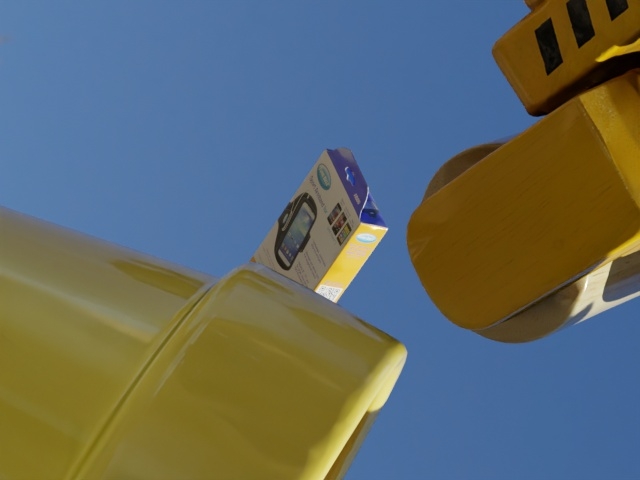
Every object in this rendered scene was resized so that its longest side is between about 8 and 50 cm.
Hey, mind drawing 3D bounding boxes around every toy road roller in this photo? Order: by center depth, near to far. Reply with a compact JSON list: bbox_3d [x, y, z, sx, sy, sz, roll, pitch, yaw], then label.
[{"bbox_3d":[0.173,-0.116,1.106,0.329,0.202,0.240,-38,-103,38],"label":"toy road roller"}]

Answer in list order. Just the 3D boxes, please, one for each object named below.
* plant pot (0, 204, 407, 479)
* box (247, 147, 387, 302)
[{"bbox_3d":[-0.125,0.096,0.871,0.239,0.254,0.254,31,-57,6],"label":"plant pot"},{"bbox_3d":[0.000,0.000,1.419,0.136,0.028,0.081,-53,-139,29],"label":"box"}]
